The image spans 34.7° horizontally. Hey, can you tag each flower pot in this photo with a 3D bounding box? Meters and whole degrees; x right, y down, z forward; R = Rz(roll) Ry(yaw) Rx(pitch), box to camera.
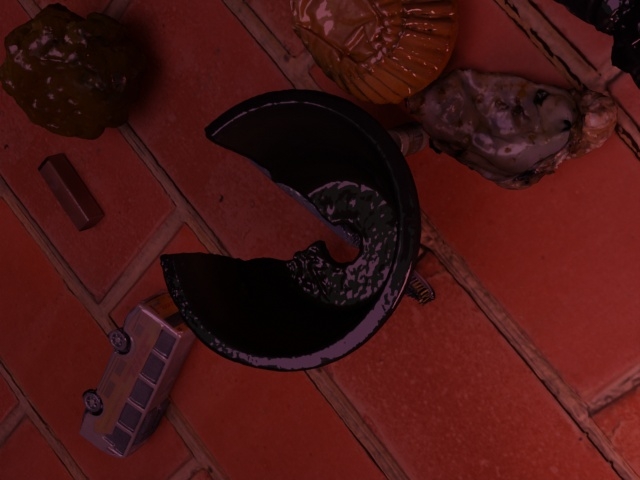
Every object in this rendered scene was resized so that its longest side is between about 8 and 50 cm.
[{"bbox_3d":[0.000,0.000,1.448,0.379,0.251,0.380,-3,82,22],"label":"flower pot"}]

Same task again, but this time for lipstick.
[{"bbox_3d":[-0.463,-0.089,1.894,0.045,0.045,0.145,-41,79,33],"label":"lipstick"}]

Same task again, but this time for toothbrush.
[{"bbox_3d":[0.018,-0.035,1.600,0.413,0.042,0.035,40,122,20],"label":"toothbrush"}]

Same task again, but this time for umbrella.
[{"bbox_3d":[0.374,-0.285,1.250,0.128,0.154,0.336,-41,56,-4],"label":"umbrella"}]

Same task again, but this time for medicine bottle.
[{"bbox_3d":[0.118,-0.143,1.471,0.047,0.083,0.047,10,108,31],"label":"medicine bottle"}]

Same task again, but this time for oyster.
[{"bbox_3d":[0.251,-0.166,1.389,0.294,0.094,0.166,34,105,35],"label":"oyster"}]

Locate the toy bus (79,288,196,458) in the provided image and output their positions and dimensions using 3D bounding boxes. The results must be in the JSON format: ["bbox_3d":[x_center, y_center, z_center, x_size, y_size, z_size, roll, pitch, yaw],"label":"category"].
[{"bbox_3d":[-0.334,0.247,1.881,0.138,0.097,0.343,34,119,13],"label":"toy bus"}]

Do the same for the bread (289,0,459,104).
[{"bbox_3d":[0.076,-0.306,1.411,0.239,0.139,0.240,4,98,31],"label":"bread"}]

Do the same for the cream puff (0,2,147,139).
[{"bbox_3d":[-0.414,-0.287,1.711,0.244,0.196,0.244,-5,115,-11],"label":"cream puff"}]
